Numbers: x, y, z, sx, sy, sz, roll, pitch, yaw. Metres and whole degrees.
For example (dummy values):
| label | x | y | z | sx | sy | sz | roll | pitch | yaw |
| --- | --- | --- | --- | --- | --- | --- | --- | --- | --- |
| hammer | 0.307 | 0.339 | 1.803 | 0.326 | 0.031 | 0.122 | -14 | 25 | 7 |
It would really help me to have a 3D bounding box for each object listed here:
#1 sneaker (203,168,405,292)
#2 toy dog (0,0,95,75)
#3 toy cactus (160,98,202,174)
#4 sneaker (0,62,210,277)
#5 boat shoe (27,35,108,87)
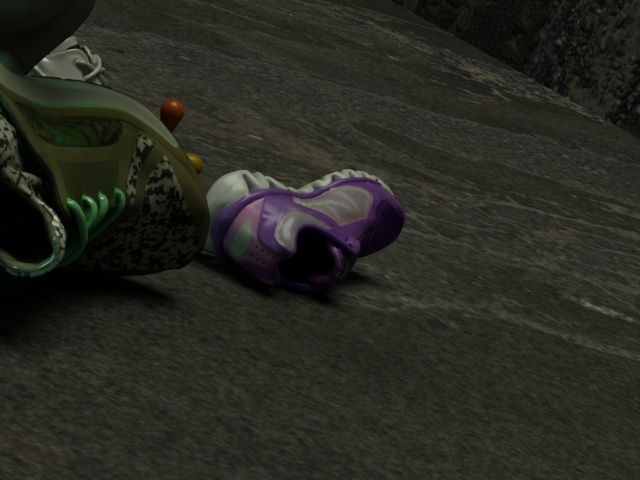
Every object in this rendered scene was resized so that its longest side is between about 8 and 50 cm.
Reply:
| label | x | y | z | sx | sy | sz | roll | pitch | yaw |
| --- | --- | --- | --- | --- | --- | --- | --- | --- | --- |
| sneaker | 0.000 | 0.000 | 1.730 | 0.104 | 0.095 | 0.236 | 38 | 25 | 33 |
| toy dog | -0.251 | -0.265 | 1.499 | 0.408 | 0.395 | 0.284 | -2 | -39 | 41 |
| toy cactus | -0.209 | -0.070 | 1.686 | 0.181 | 0.112 | 0.219 | 15 | 19 | 18 |
| sneaker | -0.210 | -0.025 | 1.374 | 0.410 | 0.158 | 0.182 | 26 | 28 | -50 |
| boat shoe | -0.248 | -0.152 | 1.866 | 0.258 | 0.084 | 0.095 | 35 | 17 | 1 |
